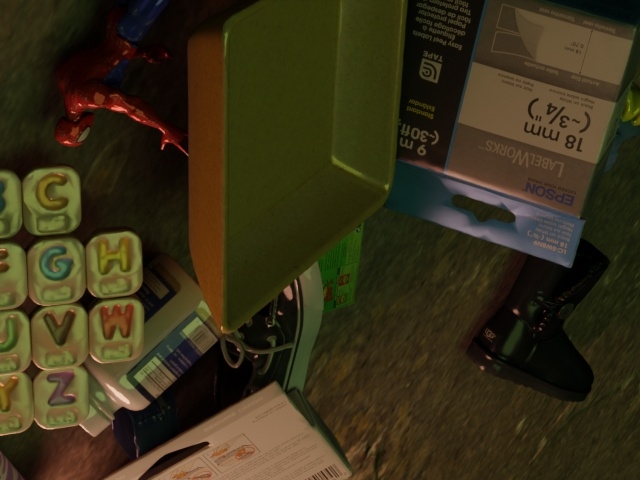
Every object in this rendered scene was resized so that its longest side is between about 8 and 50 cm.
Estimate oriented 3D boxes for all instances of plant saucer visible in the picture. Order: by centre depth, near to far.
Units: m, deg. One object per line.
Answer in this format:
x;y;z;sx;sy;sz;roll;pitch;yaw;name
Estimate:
-0.031;-0.126;1.462;0.333;0.081;0.332;-40;141;-47;plant saucer

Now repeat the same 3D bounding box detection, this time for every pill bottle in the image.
-0.197;0.113;1.572;0.187;0.112;0.112;-42;138;-7;pill bottle

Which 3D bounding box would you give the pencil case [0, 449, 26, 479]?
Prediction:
-0.351;0.277;1.580;0.088;0.086;0.206;-48;140;-20;pencil case

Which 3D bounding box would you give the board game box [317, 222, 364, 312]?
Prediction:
0.000;0.000;1.708;0.092;0.043;0.181;-16;129;-31;board game box

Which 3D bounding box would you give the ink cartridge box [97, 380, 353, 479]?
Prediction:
-0.139;0.264;1.698;0.296;0.066;0.261;-29;142;2;ink cartridge box

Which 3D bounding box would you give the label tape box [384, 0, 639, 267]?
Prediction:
0.196;-0.126;1.627;0.106;0.241;0.333;-50;155;-58;label tape box

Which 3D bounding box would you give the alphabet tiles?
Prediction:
-0.310;0.065;1.437;0.284;0.021;0.278;-5;111;-19;alphabet tiles

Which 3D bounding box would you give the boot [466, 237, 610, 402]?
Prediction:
0.334;0.105;2.031;0.246;0.094;0.207;20;110;-40;boot

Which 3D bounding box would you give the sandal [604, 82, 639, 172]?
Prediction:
0.289;-0.150;1.790;0.317;0.126;0.138;15;113;-44;sandal

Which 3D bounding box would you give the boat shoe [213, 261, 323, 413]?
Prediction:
-0.074;0.091;1.664;0.105;0.113;0.306;-18;145;-25;boat shoe

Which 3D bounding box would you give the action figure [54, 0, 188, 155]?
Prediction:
-0.147;-0.197;1.398;0.139;0.091;0.280;26;101;-38;action figure

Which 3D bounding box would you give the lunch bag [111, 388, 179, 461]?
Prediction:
-0.193;0.200;1.673;0.065;0.067;0.098;-23;135;-25;lunch bag
